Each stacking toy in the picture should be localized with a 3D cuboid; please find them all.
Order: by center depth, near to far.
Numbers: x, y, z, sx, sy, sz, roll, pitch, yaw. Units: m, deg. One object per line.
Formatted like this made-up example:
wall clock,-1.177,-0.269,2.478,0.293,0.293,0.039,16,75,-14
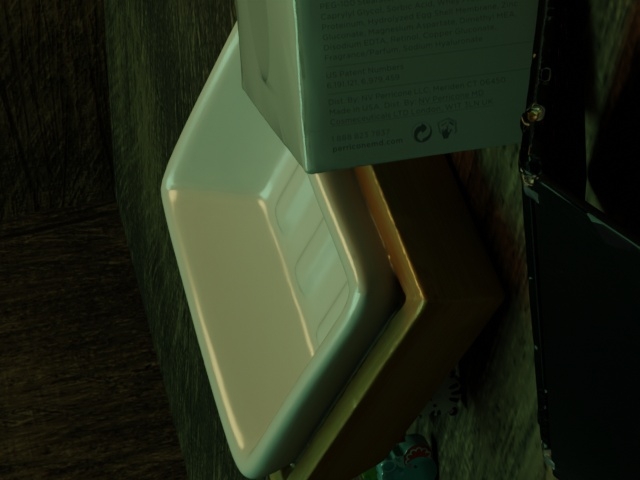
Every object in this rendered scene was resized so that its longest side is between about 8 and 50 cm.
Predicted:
stacking toy,0.064,0.142,1.265,0.167,0.052,0.221,-118,19,-59

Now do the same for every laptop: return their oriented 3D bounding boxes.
laptop,0.155,0.013,0.686,0.234,0.136,0.264,77,-160,-54

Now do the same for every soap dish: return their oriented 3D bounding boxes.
soap dish,0.000,0.000,1.121,0.229,0.118,0.291,-59,39,41

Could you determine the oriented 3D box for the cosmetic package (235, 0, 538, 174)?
cosmetic package,0.027,-0.177,0.886,0.224,0.138,0.225,-124,26,-70
